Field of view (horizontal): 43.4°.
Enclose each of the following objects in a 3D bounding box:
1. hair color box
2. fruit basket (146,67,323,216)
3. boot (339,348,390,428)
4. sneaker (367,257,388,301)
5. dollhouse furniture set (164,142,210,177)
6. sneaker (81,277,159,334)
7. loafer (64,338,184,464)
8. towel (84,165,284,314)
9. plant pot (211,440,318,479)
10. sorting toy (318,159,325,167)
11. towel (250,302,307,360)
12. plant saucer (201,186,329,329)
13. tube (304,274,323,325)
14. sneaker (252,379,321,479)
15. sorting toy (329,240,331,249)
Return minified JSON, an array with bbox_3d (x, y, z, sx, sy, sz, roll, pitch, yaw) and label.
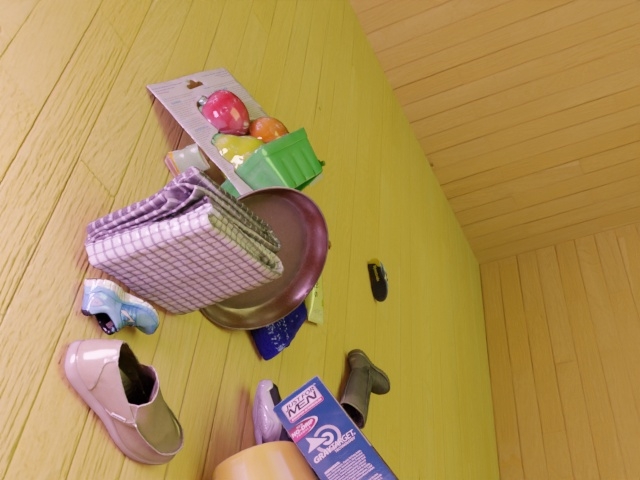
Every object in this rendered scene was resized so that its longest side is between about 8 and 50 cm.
[{"bbox_3d":[0.069,0.409,1.365,0.347,0.105,0.173,47,-10,40],"label":"hair color box"},{"bbox_3d":[-0.178,-0.219,1.743,0.353,0.165,0.327,43,29,4],"label":"fruit basket"},{"bbox_3d":[0.120,0.412,2.134,0.189,0.076,0.208,45,24,-25],"label":"boot"},{"bbox_3d":[0.191,0.129,2.565,0.059,0.053,0.144,38,41,-60],"label":"sneaker"},{"bbox_3d":[-0.250,-0.110,1.596,0.058,0.076,0.151,-76,144,-55],"label":"dollhouse furniture set"},{"bbox_3d":[-0.324,0.120,1.281,0.162,0.064,0.073,41,55,-48],"label":"sneaker"},{"bbox_3d":[-0.279,0.247,1.222,0.268,0.092,0.101,57,26,-36],"label":"loafer"},{"bbox_3d":[-0.224,0.009,1.350,0.284,0.235,0.121,42,33,-55],"label":"towel"},{"bbox_3d":[-0.078,0.488,1.373,0.254,0.254,0.239,39,23,-56],"label":"plant pot"},{"bbox_3d":[-0.083,-0.198,2.020,0.366,0.126,0.127,2,73,-68],"label":"sorting toy"},{"bbox_3d":[-0.125,0.079,1.766,0.308,0.076,0.227,66,21,-17],"label":"towel"},{"bbox_3d":[-0.124,0.031,1.602,0.050,0.310,0.310,37,-13,48],"label":"plant saucer"},{"bbox_3d":[-0.020,0.094,2.052,0.070,0.062,0.240,4,71,-25],"label":"tube"},{"bbox_3d":[-0.041,0.399,1.585,0.101,0.153,0.268,123,-43,-59],"label":"sneaker"},{"bbox_3d":[0.000,0.000,2.192,0.102,0.042,0.061,34,43,-59],"label":"sorting toy"}]
